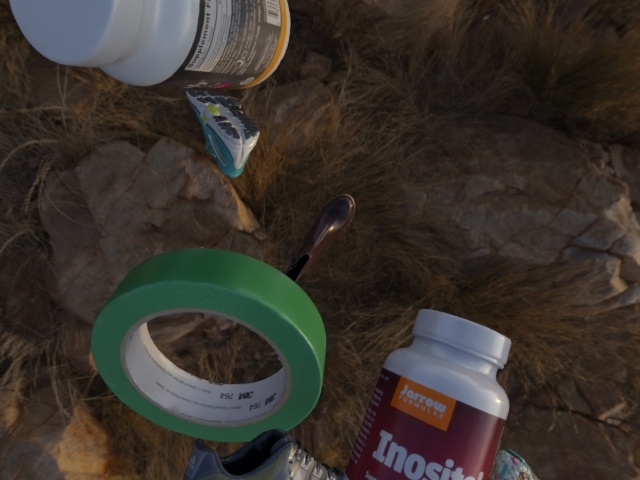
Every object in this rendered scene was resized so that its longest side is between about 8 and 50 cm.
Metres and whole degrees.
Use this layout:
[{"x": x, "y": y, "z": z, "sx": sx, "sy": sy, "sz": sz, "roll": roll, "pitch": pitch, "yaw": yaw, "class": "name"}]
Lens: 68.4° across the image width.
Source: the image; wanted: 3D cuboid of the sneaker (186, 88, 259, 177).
[{"x": -0.214, "y": -0.231, "z": 0.963, "sx": 0.107, "sy": 0.110, "sz": 0.275, "roll": -1, "pitch": 39, "yaw": -30, "class": "sneaker"}]

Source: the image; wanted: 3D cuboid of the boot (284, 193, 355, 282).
[{"x": 0.000, "y": 0.000, "z": 1.267, "sx": 0.090, "sy": 0.207, "sz": 0.248, "roll": 36, "pitch": 116, "yaw": -4, "class": "boot"}]

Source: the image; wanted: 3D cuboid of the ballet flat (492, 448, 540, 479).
[{"x": 0.437, "y": 0.532, "z": 1.041, "sx": 0.077, "sy": 0.091, "sz": 0.241, "roll": -53, "pitch": 125, "yaw": -13, "class": "ballet flat"}]

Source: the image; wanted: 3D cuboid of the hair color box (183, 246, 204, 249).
[{"x": -0.324, "y": 0.091, "z": 1.203, "sx": 0.072, "sy": 0.043, "sz": 0.141, "roll": -8, "pitch": 96, "yaw": 27, "class": "hair color box"}]

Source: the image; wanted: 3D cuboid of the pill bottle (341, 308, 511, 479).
[{"x": 0.071, "y": 0.127, "z": 0.311, "sx": 0.086, "sy": 0.086, "sz": 0.152, "roll": 23, "pitch": 79, "yaw": -6, "class": "pill bottle"}]

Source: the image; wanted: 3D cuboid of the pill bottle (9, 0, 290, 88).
[{"x": -0.162, "y": -0.250, "z": 0.509, "sx": 0.162, "sy": 0.162, "sz": 0.278, "roll": 53, "pitch": 30, "yaw": 3, "class": "pill bottle"}]

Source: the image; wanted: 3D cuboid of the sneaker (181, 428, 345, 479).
[{"x": -0.023, "y": 0.283, "z": 0.543, "sx": 0.300, "sy": 0.111, "sz": 0.121, "roll": 11, "pitch": 78, "yaw": -35, "class": "sneaker"}]

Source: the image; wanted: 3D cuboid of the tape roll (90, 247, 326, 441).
[{"x": -0.153, "y": 0.162, "z": 0.674, "sx": 0.321, "sy": 0.321, "sz": 0.077, "roll": 19, "pitch": 33, "yaw": -7, "class": "tape roll"}]
